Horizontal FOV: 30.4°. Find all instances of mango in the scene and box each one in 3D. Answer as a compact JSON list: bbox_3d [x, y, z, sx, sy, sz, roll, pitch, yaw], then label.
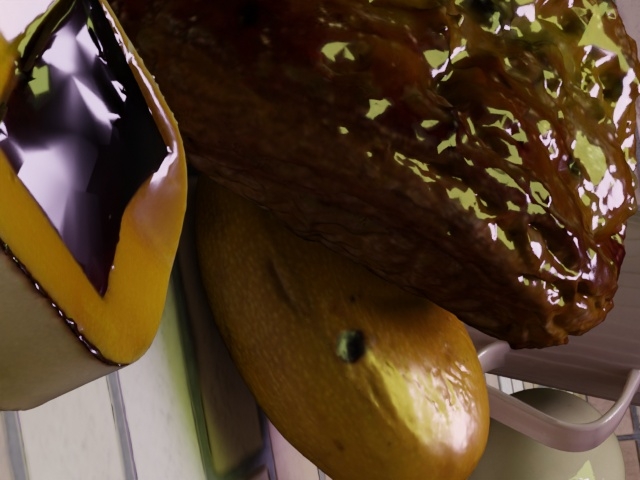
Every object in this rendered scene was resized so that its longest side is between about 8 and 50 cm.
[{"bbox_3d":[0.002,0.044,0.779,0.295,0.120,0.177,56,28,2],"label":"mango"}]

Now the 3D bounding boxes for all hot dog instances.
[{"bbox_3d":[0.048,-0.094,0.689,0.387,0.174,0.267,30,50,-23],"label":"hot dog"}]

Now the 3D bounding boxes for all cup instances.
[{"bbox_3d":[0.249,0.064,1.238,0.288,0.273,0.208,-46,147,-66],"label":"cup"}]

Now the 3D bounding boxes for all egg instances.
[{"bbox_3d":[0.243,0.266,1.311,0.242,0.186,0.186,-47,126,-56],"label":"egg"}]

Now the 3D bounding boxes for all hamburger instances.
[{"bbox_3d":[-0.131,-0.031,0.457,0.210,0.116,0.173,62,33,-54],"label":"hamburger"}]
